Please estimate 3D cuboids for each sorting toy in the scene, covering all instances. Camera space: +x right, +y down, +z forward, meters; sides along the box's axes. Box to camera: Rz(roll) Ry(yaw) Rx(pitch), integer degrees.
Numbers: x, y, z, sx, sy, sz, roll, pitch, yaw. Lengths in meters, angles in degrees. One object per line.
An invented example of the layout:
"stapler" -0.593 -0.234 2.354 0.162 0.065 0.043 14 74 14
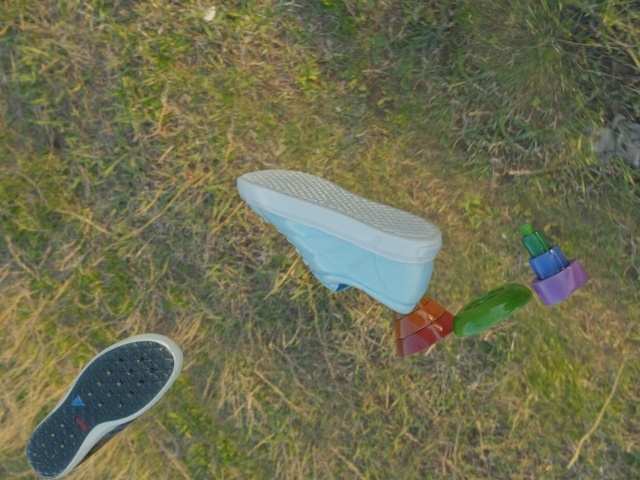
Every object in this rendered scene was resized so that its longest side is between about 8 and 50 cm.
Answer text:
"sorting toy" 0.213 0.069 0.856 0.126 0.127 0.365 59 143 5

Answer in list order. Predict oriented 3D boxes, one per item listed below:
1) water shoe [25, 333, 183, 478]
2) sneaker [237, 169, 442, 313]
"water shoe" -0.216 0.161 0.587 0.203 0.080 0.073 -39 85 10
"sneaker" 0.000 0.000 0.846 0.365 0.135 0.150 27 118 38
